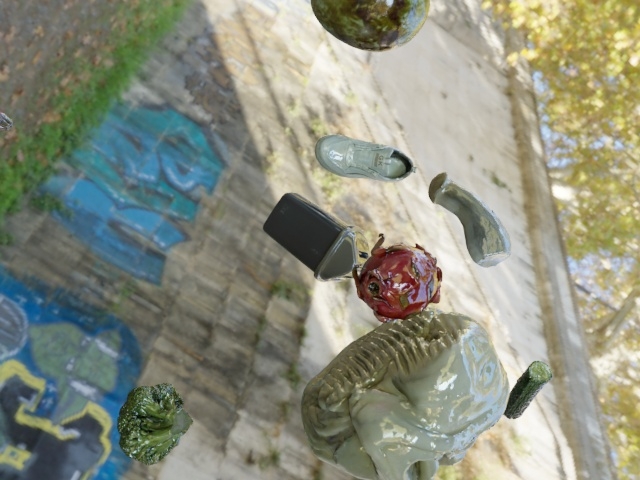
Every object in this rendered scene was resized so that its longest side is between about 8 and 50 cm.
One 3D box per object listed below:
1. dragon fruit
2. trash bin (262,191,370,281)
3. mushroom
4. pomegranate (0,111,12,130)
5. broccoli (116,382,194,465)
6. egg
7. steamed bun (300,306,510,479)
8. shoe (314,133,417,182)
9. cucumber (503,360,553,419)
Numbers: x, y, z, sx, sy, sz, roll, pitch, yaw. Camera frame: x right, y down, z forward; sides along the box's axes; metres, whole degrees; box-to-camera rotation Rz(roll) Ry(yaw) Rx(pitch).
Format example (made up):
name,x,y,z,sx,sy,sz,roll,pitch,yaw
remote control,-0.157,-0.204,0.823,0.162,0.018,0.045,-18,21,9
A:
name,x,y,z,sx,sy,sz,roll,pitch,yaw
dragon fruit,0.118,0.067,1.161,0.166,0.136,0.133,-11,132,-55
trash bin,0.000,0.000,2.057,0.182,0.290,0.209,-57,163,7
mushroom,0.302,-0.049,1.500,0.092,0.223,0.081,-35,161,7
pomegranate,-0.884,-0.322,1.886,0.138,0.163,0.125,-46,-172,39
broccoli,-0.305,0.333,1.335,0.138,0.162,0.146,-11,-96,31
egg,0.118,-0.576,1.773,0.238,0.289,0.238,3,90,-86
steamed bun,0.158,0.290,1.276,0.352,0.247,0.339,-34,-169,-16
shoe,0.149,-0.238,2.180,0.159,0.316,0.124,-163,-99,-67
cucumber,0.456,0.339,1.652,0.187,0.058,0.058,105,3,-47
